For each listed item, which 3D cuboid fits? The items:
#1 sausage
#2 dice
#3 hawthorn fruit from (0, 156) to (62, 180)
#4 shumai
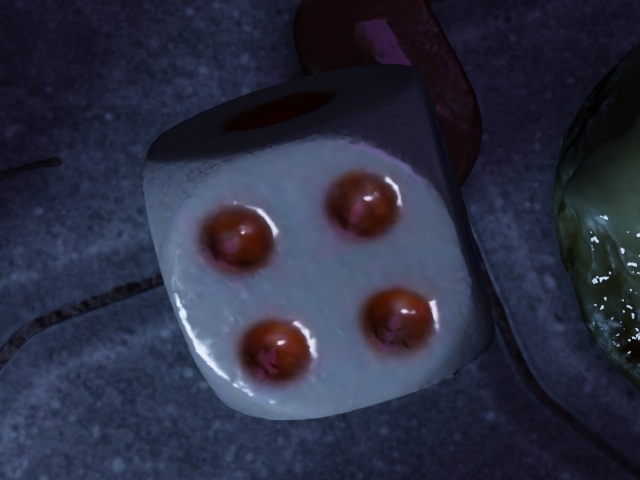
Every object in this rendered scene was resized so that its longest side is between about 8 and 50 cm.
[{"bbox_3d":[0.067,-0.152,1.773,0.148,0.148,0.254,-34,91,-16],"label":"sausage"},{"bbox_3d":[0.000,0.000,1.627,0.259,0.243,0.251,-16,107,9],"label":"dice"},{"bbox_3d":[-0.396,0.020,1.600,0.235,0.231,0.263,34,36,-30],"label":"hawthorn fruit"},{"bbox_3d":[0.428,-0.050,1.737,0.395,0.348,0.395,4,76,-15],"label":"shumai"}]
